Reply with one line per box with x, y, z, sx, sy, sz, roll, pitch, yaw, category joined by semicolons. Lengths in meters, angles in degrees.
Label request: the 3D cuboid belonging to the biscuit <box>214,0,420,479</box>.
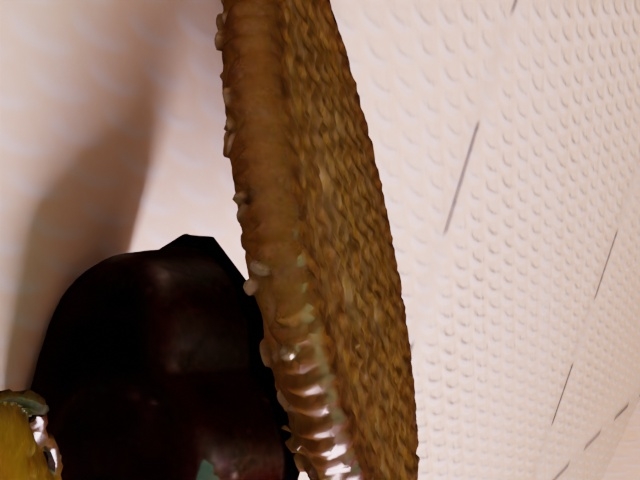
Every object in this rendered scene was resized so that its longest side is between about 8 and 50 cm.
0.000;0.000;0.755;0.305;0.038;0.305;-11;90;-81;biscuit

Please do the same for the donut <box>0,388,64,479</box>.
-0.148;0.183;0.551;0.272;0.107;0.272;-2;90;-79;donut

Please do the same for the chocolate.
-0.087;0.067;0.718;0.080;0.125;0.148;19;55;-62;chocolate
